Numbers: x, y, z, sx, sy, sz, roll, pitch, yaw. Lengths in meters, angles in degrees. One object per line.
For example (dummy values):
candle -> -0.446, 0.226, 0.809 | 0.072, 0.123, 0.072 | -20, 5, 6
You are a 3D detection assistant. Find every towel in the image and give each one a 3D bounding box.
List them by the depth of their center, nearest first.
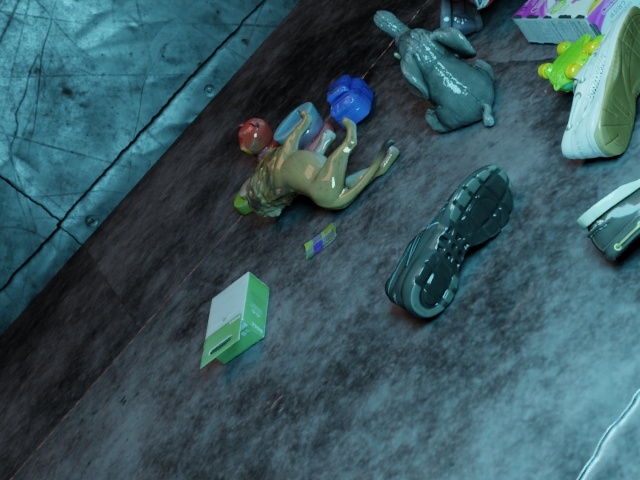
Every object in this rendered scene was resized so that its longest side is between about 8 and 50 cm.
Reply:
towel -> 0.000, 0.000, 1.588 | 0.083, 0.009, 0.060 | -37, 26, 19

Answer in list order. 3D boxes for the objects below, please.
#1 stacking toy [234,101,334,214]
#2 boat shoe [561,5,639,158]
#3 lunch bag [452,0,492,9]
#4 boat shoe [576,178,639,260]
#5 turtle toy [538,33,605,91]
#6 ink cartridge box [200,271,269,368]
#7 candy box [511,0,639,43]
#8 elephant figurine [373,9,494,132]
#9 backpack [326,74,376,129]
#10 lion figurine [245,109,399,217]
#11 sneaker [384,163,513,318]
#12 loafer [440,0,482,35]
stacking toy -> -0.132, -0.220, 1.994 | 0.309, 0.130, 0.279 | -14, 39, 51
boat shoe -> 0.416, -0.234, 1.167 | 0.096, 0.098, 0.277 | -11, 43, 51
lunch bag -> 0.339, -0.616, 1.657 | 0.258, 0.120, 0.293 | -58, 15, 32
boat shoe -> 0.420, -0.063, 0.940 | 0.228, 0.068, 0.081 | -36, -14, 13
turtle toy -> 0.422, -0.287, 1.275 | 0.130, 0.066, 0.095 | -48, 24, -4
ink cartridge box -> -0.164, 0.166, 1.533 | 0.109, 0.062, 0.209 | -36, 26, 22
candy box -> 0.470, -0.428, 1.410 | 0.159, 0.071, 0.233 | -47, 25, -3
elephant figurine -> 0.207, -0.323, 1.467 | 0.186, 0.239, 0.169 | -16, 38, 48
backpack -> 0.064, -0.325, 1.877 | 0.098, 0.101, 0.120 | -39, 28, 32
lion figurine -> -0.013, -0.138, 1.672 | 0.240, 0.142, 0.392 | -58, 30, -8
sneaker -> 0.186, -0.009, 1.191 | 0.267, 0.101, 0.106 | -52, 22, -13
loafer -> 0.329, -0.555, 1.832 | 0.095, 0.109, 0.302 | 2, 43, 11
